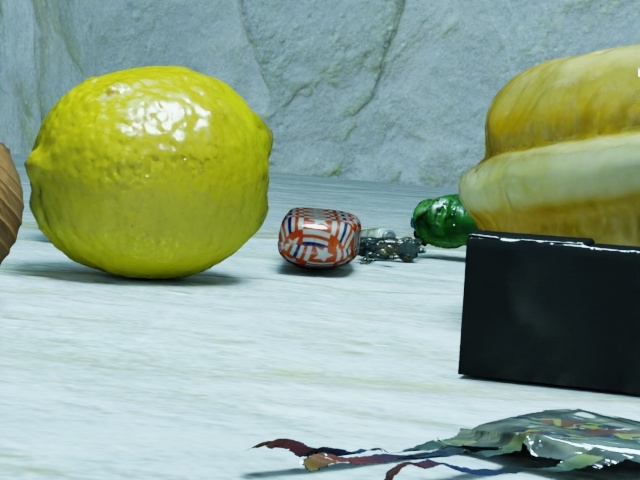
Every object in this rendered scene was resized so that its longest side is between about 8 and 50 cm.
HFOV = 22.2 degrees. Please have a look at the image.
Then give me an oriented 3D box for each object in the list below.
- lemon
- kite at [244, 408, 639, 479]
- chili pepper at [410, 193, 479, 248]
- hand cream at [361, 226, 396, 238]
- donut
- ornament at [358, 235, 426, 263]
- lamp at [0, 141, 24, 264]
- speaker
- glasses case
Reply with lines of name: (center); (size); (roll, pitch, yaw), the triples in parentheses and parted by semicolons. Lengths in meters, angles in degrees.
lemon: (-0.134, -0.053, 1.297); (0.180, 0.180, 0.193); (7, 5, 35)
kite: (0.086, 0.086, 0.674); (0.245, 0.015, 0.141); (1, 3, -40)
chili pepper: (0.198, -0.009, 1.621); (0.224, 0.061, 0.098); (4, -28, 36)
hand cream: (0.050, -0.004, 1.781); (0.035, 0.022, 0.102); (-4, 3, -27)
donut: (0.318, -0.039, 1.140); (0.449, 0.198, 0.449); (-2, -2, 0)
ornament: (0.067, 0.008, 1.590); (0.073, 0.028, 0.125); (3, 2, 0)
lamp: (-0.259, -0.026, 1.057); (0.136, 0.136, 0.136); (4, 4, 0)
speaker: (0.188, 0.042, 0.884); (0.218, 0.082, 0.044); (4, 4, 15)
glasses case: (0.000, 0.000, 1.482); (0.073, 0.049, 0.194); (5, 5, 1)
